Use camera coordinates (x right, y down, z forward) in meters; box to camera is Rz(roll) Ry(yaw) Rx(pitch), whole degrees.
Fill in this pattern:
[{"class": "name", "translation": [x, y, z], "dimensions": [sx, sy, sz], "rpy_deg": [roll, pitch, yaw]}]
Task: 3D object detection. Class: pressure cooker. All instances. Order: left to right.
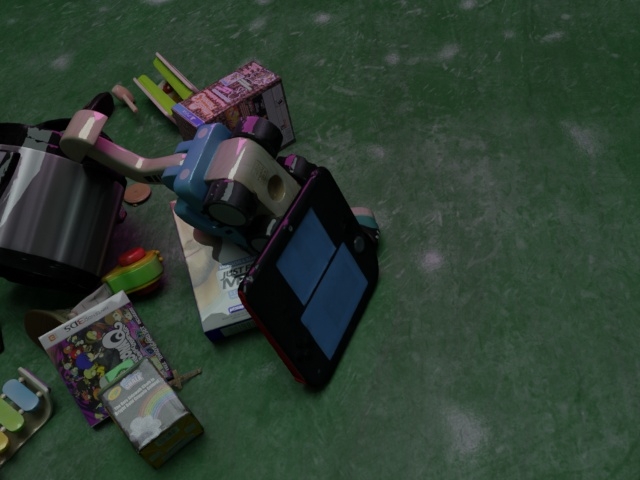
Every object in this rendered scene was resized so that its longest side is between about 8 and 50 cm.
[{"class": "pressure cooker", "translation": [-0.682, -0.105, 1.770], "dimensions": [0.370, 0.375, 0.420], "rpy_deg": [15, 77, -8]}]

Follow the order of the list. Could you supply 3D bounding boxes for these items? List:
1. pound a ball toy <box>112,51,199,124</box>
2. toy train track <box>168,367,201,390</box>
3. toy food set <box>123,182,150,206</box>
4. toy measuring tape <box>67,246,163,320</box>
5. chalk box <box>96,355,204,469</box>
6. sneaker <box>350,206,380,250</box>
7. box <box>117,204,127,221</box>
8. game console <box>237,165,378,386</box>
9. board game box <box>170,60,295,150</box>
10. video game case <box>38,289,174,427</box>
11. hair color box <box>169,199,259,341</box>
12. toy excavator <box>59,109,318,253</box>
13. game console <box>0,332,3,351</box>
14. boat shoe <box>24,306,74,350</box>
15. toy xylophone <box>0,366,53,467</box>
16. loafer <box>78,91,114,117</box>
[{"class": "pound a ball toy", "translation": [-0.514, -0.459, 2.325], "dimensions": [0.208, 0.136, 0.319], "rpy_deg": [-47, 51, 3]}, {"class": "toy train track", "translation": [-0.304, 0.307, 1.608], "dimensions": [0.083, 0.048, 0.014], "rpy_deg": [-21, 11, -31]}, {"class": "toy food set", "translation": [-0.533, -0.136, 2.080], "dimensions": [0.083, 0.020, 0.083], "rpy_deg": [-36, 51, -20]}, {"class": "toy measuring tape", "translation": [-0.473, 0.103, 1.741], "dimensions": [0.121, 0.121, 0.330], "rpy_deg": [7, 27, 18]}, {"class": "chalk box", "translation": [-0.367, 0.343, 1.498], "dimensions": [0.132, 0.132, 0.213], "rpy_deg": [-37, 62, -16]}, {"class": "sneaker", "translation": [0.000, 0.000, 1.782], "dimensions": [0.302, 0.108, 0.121], "rpy_deg": [-13, 42, -2]}, {"class": "box", "translation": [-0.662, -0.105, 2.015], "dimensions": [0.207, 0.114, 0.036], "rpy_deg": [3, 48, 13]}, {"class": "game console", "translation": [-0.006, 0.084, 1.551], "dimensions": [0.060, 0.342, 0.386], "rpy_deg": [2, 46, 33]}, {"class": "board game box", "translation": [-0.243, -0.333, 2.058], "dimensions": [0.291, 0.232, 0.141], "rpy_deg": [-35, 49, -20]}, {"class": "video game case", "translation": [-0.475, 0.261, 1.598], "dimensions": [0.210, 0.042, 0.232], "rpy_deg": [-30, 86, -17]}, {"class": "hair color box", "translation": [-0.225, 0.047, 1.703], "dimensions": [0.185, 0.110, 0.338], "rpy_deg": [-17, 69, -5]}, {"class": "toy excavator", "translation": [-0.296, -0.139, 1.583], "dimensions": [0.445, 0.433, 0.222], "rpy_deg": [-4, 58, 37]}, {"class": "game console", "translation": [-0.873, 0.237, 1.760], "dimensions": [0.144, 0.085, 0.124], "rpy_deg": [-25, 47, -10]}, {"class": "boat shoe", "translation": [-0.578, 0.223, 1.715], "dimensions": [0.285, 0.104, 0.089], "rpy_deg": [15, 20, 17]}, {"class": "toy xylophone", "translation": [-0.750, 0.419, 1.569], "dimensions": [0.236, 0.081, 0.322], "rpy_deg": [17, 53, 26]}, {"class": "loafer", "translation": [-0.760, -0.412, 2.343], "dimensions": [0.078, 0.080, 0.220], "rpy_deg": [13, 52, 22]}]
